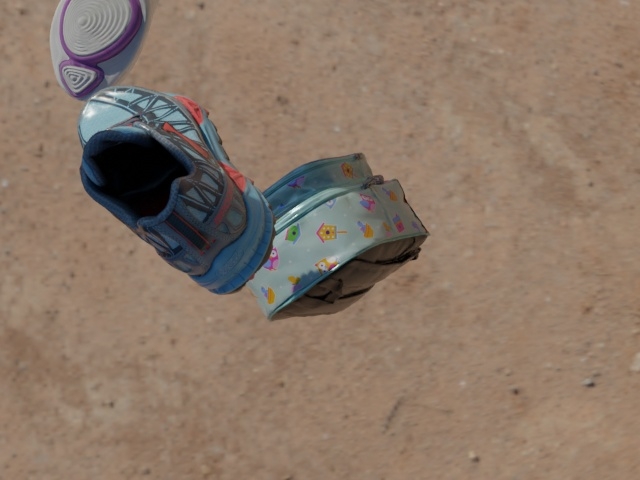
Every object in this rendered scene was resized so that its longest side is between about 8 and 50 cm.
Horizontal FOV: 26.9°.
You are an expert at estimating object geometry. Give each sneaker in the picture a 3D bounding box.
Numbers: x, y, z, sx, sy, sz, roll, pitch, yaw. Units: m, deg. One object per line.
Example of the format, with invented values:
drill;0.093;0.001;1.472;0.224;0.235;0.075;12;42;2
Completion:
sneaker;-0.211;-0.300;1.549;0.114;0.152;0.305;24;97;14
sneaker;-0.135;-0.068;1.046;0.104;0.125;0.262;-52;44;4

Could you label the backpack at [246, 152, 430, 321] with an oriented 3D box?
backpack;0.000;0.000;1.342;0.166;0.188;0.144;-34;87;26
